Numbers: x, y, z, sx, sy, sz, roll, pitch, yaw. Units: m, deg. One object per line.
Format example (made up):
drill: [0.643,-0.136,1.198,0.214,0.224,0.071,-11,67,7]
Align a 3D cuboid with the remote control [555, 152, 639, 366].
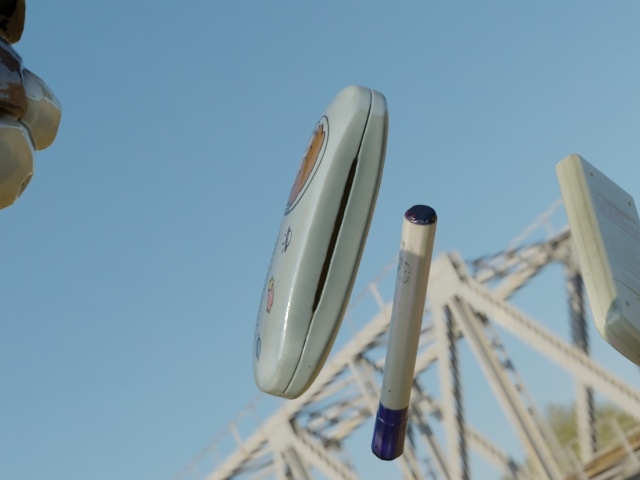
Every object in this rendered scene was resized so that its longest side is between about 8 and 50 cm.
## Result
remote control: [0.234,0.018,1.096,0.087,0.190,0.029,31,-54,-33]

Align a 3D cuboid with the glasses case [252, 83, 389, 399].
glasses case: [0.000,0.000,0.764,0.045,0.179,0.067,18,-10,-11]

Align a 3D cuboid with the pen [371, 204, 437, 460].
pen: [0.075,0.088,1.259,0.033,0.033,0.269,-15,-53,-30]

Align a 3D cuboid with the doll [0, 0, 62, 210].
doll: [-0.250,-0.049,0.853,0.117,0.182,0.257,34,-39,-19]
